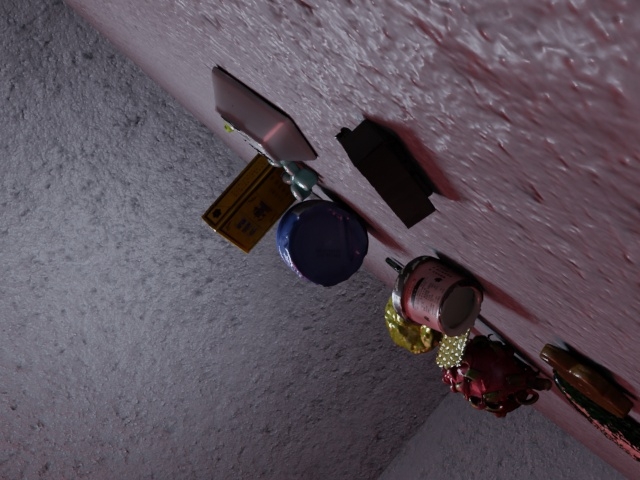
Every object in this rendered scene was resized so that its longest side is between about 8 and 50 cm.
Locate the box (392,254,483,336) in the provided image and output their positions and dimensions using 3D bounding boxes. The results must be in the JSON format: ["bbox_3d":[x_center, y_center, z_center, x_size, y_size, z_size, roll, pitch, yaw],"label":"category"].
[{"bbox_3d":[0.246,0.119,1.071,0.151,0.151,0.135,42,170,-33],"label":"box"}]

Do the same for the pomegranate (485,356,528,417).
[{"bbox_3d":[0.573,0.485,1.692,0.214,0.214,0.247,37,144,60],"label":"pomegranate"}]

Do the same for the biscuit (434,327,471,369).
[{"bbox_3d":[0.383,0.279,1.483,0.016,0.203,0.144,13,-176,-15],"label":"biscuit"}]

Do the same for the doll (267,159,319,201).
[{"bbox_3d":[-0.079,-0.190,1.414,0.158,0.059,0.159,41,161,8],"label":"doll"}]

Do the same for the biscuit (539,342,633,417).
[{"bbox_3d":[0.497,0.262,0.970,0.236,0.039,0.180,41,176,-42],"label":"biscuit"}]

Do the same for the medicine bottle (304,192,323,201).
[{"bbox_3d":[-0.031,-0.142,1.861,0.089,0.052,0.052,39,178,45],"label":"medicine bottle"}]

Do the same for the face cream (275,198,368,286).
[{"bbox_3d":[0.000,0.000,1.558,0.249,0.249,0.225,41,176,-11],"label":"face cream"}]

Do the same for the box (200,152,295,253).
[{"bbox_3d":[-0.188,-0.123,1.556,0.084,0.301,0.193,40,177,33],"label":"box"}]

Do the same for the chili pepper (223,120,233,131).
[{"bbox_3d":[-0.296,-0.387,1.695,0.208,0.043,0.048,152,93,-83],"label":"chili pepper"}]

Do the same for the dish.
[{"bbox_3d":[-0.138,-0.247,1.113,0.243,0.080,0.182,39,177,26],"label":"dish"}]

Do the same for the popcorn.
[{"bbox_3d":[0.359,0.298,1.922,0.270,0.224,0.258,46,171,5],"label":"popcorn"}]

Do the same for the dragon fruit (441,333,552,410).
[{"bbox_3d":[0.499,0.397,1.517,0.273,0.218,0.198,36,139,2],"label":"dragon fruit"}]

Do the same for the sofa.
[{"bbox_3d":[0.090,-0.093,0.680,0.147,0.060,0.085,42,-166,-39],"label":"sofa"}]

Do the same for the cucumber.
[{"bbox_3d":[0.616,0.384,1.109,0.293,0.067,0.067,40,178,27],"label":"cucumber"}]

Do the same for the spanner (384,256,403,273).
[{"bbox_3d":[0.315,0.141,1.706,0.096,0.040,0.325,43,180,-43],"label":"spanner"}]
